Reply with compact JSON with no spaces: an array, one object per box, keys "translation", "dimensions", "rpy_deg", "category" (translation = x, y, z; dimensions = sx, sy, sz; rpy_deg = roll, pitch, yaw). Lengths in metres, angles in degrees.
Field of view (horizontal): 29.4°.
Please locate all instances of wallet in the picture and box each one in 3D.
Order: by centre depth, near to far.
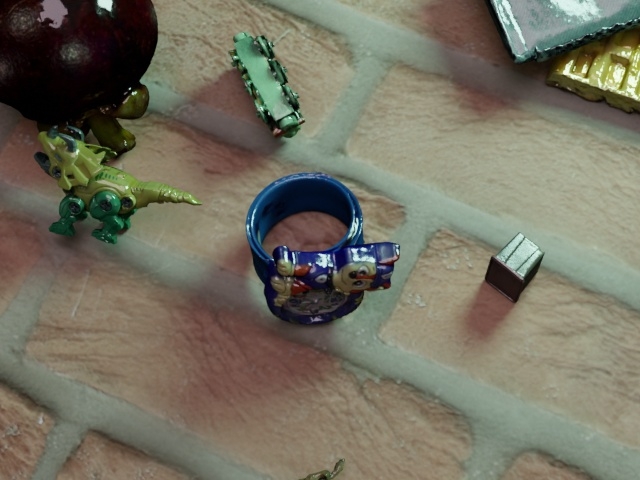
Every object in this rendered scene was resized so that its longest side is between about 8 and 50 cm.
[{"translation":[0.404,-0.410,1.832],"dimensions":[0.342,0.075,0.237],"rpy_deg":[-20,73,-5],"category":"wallet"}]

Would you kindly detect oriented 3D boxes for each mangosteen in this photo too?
[{"translation":[-0.385,-0.288,1.802],"dimensions":[0.297,0.297,0.293],"rpy_deg":[14,95,10],"category":"mangosteen"}]

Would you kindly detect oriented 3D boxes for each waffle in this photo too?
[{"translation":[0.493,-0.297,1.844],"dimensions":[0.247,0.055,0.221],"rpy_deg":[20,73,12],"category":"waffle"}]

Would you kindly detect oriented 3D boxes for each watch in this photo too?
[{"translation":[-0.007,0.004,1.734],"dimensions":[0.196,0.171,0.200],"rpy_deg":[-5,58,-10],"category":"watch"}]

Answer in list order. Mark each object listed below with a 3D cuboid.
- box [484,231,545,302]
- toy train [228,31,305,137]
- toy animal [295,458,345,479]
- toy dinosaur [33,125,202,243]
[{"translation":[0.277,0.037,1.728],"dimensions":[0.060,0.085,0.063],"rpy_deg":[40,72,18],"category":"box"},{"translation":[-0.078,-0.231,1.844],"dimensions":[0.074,0.118,0.176],"rpy_deg":[-28,74,0],"category":"toy train"},{"translation":[-0.035,0.380,1.637],"dimensions":[0.086,0.069,0.220],"rpy_deg":[37,75,26],"category":"toy animal"},{"translation":[-0.301,-0.067,1.785],"dimensions":[0.259,0.153,0.094],"rpy_deg":[20,33,3],"category":"toy dinosaur"}]
